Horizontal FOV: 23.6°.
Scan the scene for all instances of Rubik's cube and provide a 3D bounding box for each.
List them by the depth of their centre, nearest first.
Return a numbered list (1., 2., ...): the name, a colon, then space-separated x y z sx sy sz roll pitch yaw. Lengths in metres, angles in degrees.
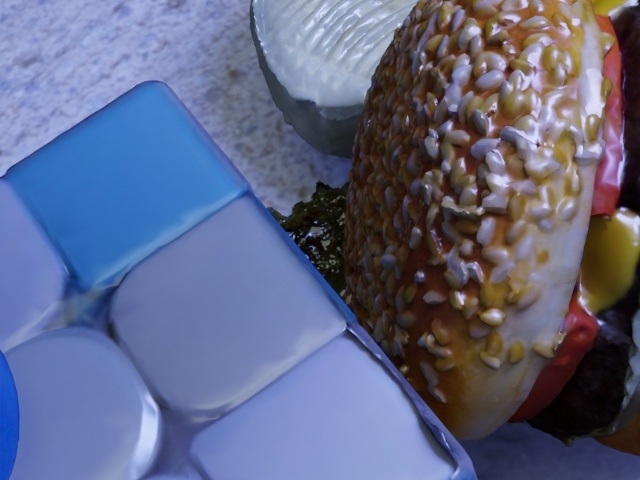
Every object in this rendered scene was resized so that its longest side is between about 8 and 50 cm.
1. Rubik's cube: -0.113 0.182 0.945 0.346 0.344 0.347 -32 56 -8

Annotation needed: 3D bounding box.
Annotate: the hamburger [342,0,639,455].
1. hamburger: 0.149 -0.023 0.992 0.250 0.330 0.330 4 58 -6

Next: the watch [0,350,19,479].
1. watch: -0.260 0.078 0.759 0.196 0.171 0.200 -25 67 15

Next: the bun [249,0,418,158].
1. bun: 0.076 -0.175 1.231 0.259 0.152 0.259 -6 64 13

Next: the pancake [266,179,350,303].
1. pancake: 0.002 0.005 1.217 0.129 0.022 0.116 -30 56 0
